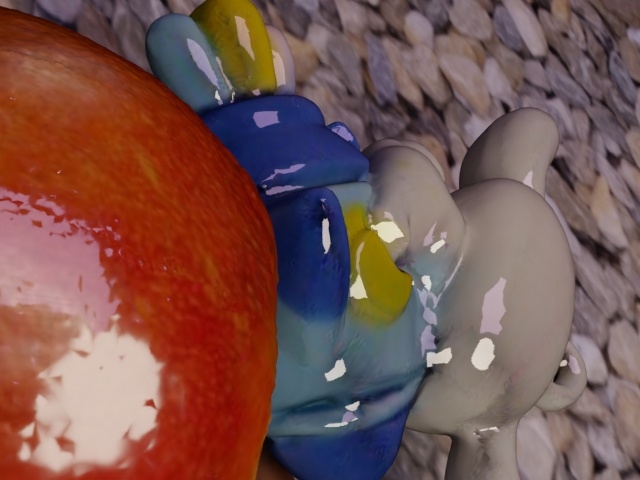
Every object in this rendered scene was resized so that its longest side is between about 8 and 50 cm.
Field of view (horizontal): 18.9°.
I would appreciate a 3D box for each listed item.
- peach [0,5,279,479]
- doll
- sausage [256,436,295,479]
[{"bbox_3d":[-0.202,0.042,0.957,0.373,0.290,0.372,1,85,-10],"label":"peach"},{"bbox_3d":[0.025,0.028,1.223,0.366,0.187,0.376,26,33,-30],"label":"doll"},{"bbox_3d":[-0.041,0.122,1.240,0.040,0.047,0.176,44,25,-58],"label":"sausage"}]
